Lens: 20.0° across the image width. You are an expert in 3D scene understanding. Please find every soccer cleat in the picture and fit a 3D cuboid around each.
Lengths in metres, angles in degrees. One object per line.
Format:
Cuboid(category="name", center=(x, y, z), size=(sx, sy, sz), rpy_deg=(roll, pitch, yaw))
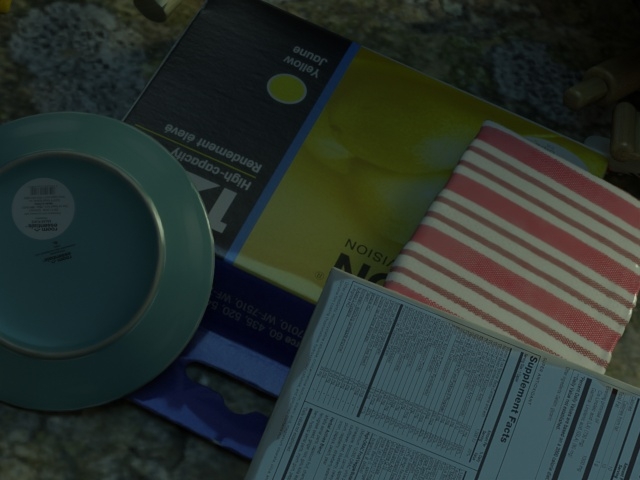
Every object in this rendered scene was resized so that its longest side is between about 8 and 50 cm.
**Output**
Cuboid(category="soccer cleat", center=(0.228, -0.057, 1.293), size=(0.083, 0.035, 0.029), rpy_deg=(29, 53, 7))

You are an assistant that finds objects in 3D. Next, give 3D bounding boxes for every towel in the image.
Cuboid(category="towel", center=(0.128, 0.018, 1.142), size=(0.144, 0.029, 0.197), rpy_deg=(31, 50, 3))

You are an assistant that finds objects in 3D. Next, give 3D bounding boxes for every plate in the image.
Cuboid(category="plate", center=(-0.159, 0.010, 1.104), size=(0.188, 0.024, 0.188), rpy_deg=(0, 79, 0))

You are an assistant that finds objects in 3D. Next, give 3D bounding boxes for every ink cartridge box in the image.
Cuboid(category="ink cartridge box", center=(0.000, 0.000, 1.176), size=(0.303, 0.072, 0.307), rpy_deg=(25, 50, 4))

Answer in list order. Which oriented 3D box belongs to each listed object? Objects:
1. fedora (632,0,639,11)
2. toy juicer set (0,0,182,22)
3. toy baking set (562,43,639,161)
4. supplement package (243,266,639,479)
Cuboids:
Cuboid(category="fedora", center=(0.314, -0.197, 1.272), size=(0.334, 0.334, 0.152), rpy_deg=(4, 70, -12))
Cuboid(category="toy juicer set", center=(-0.189, -0.249, 1.267), size=(0.329, 0.089, 0.209), rpy_deg=(11, 61, 3))
Cuboid(category="toy baking set", center=(0.290, -0.079, 1.312), size=(0.197, 0.030, 0.256), rpy_deg=(37, 37, 15))
Cuboid(category="supplement package", center=(0.065, 0.141, 0.989), size=(0.203, 0.194, 0.149), rpy_deg=(22, 72, 3))
